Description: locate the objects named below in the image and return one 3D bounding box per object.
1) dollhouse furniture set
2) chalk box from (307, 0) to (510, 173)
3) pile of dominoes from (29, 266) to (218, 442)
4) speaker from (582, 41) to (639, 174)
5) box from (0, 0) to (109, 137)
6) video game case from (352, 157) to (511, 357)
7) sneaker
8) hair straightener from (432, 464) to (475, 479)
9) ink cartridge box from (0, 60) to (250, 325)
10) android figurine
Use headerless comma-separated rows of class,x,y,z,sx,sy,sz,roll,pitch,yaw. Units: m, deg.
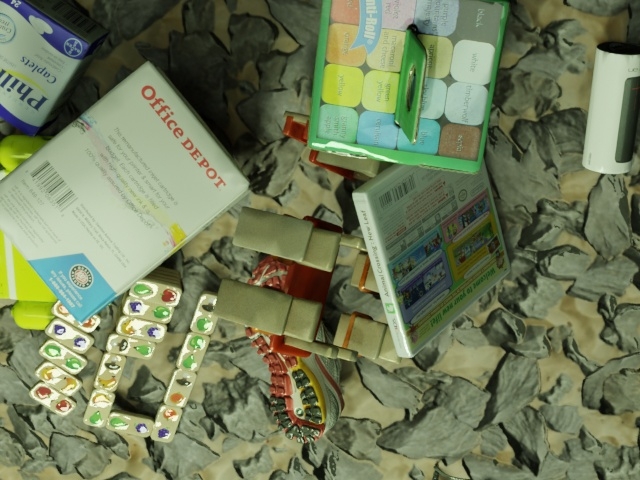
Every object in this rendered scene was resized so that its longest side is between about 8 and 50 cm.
dollhouse furniture set,0.000,0.000,1.481,0.135,0.262,0.259,13,86,32
chalk box,0.088,-0.184,1.356,0.179,0.289,0.180,9,113,4
pile of dominoes,-0.238,0.139,1.634,0.196,0.040,0.251,13,119,-15
speaker,0.316,-0.144,1.468,0.055,0.055,0.136,6,112,6
box,-0.331,-0.208,1.524,0.126,0.072,0.137,34,113,-6
video game case,0.126,-0.007,1.477,0.023,0.212,0.193,1,116,41
sneaker,-0.028,0.122,1.618,0.088,0.092,0.225,-7,97,32
hair straightener,0.219,0.365,1.703,0.089,0.047,0.230,-33,100,19
ink cartridge box,-0.213,-0.051,1.471,0.232,0.168,0.171,-38,93,-1
android figurine,-0.332,-0.009,1.617,0.272,0.056,0.248,4,113,4
